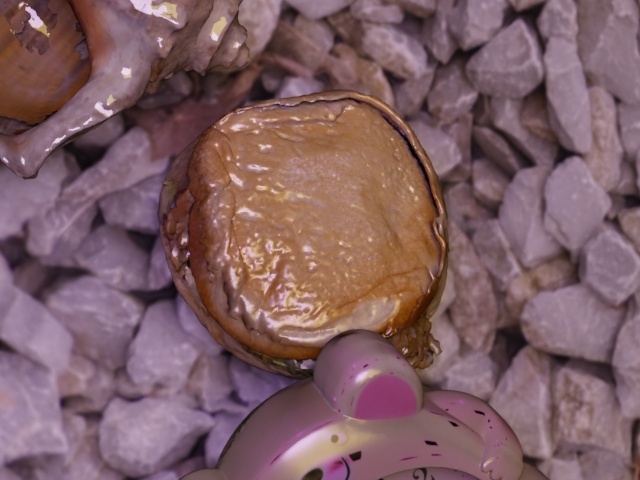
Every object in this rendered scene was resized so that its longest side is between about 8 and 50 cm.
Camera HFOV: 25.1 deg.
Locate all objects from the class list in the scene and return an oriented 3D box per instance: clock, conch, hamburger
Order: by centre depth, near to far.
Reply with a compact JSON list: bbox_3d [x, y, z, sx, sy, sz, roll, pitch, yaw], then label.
[{"bbox_3d":[0.045,0.242,1.165,0.284,0.114,0.309,-42,120,0],"label":"clock"},{"bbox_3d":[-0.231,-0.189,1.167,0.352,0.210,0.297,20,71,14],"label":"conch"},{"bbox_3d":[0.000,0.000,1.225,0.286,0.146,0.243,34,72,-1],"label":"hamburger"}]
